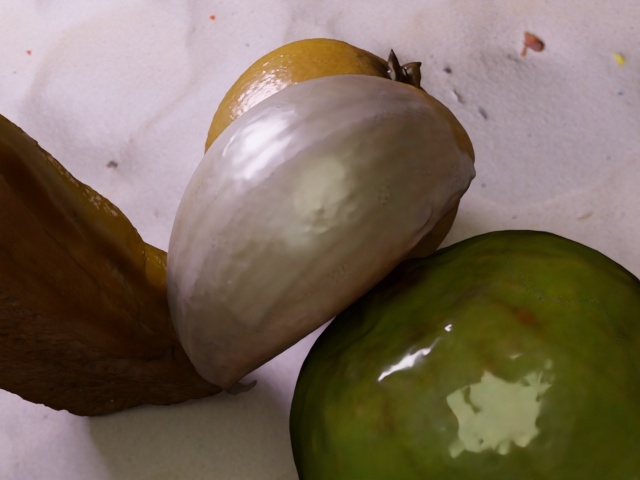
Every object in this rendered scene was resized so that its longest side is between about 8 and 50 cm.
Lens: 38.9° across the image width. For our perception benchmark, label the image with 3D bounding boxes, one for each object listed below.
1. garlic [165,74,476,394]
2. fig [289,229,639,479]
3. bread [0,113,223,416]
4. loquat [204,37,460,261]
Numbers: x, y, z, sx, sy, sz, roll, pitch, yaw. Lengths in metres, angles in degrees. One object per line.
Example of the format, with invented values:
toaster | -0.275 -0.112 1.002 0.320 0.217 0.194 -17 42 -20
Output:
garlic | -0.010 0.000 0.575 0.245 0.164 0.145 -46 57 9
fig | 0.138 0.153 0.576 0.258 0.258 0.326 -38 88 -12
bread | -0.197 0.029 0.599 0.185 0.380 0.109 -8 66 15
loquat | 0.010 -0.057 0.721 0.208 0.208 0.208 -3 62 6
